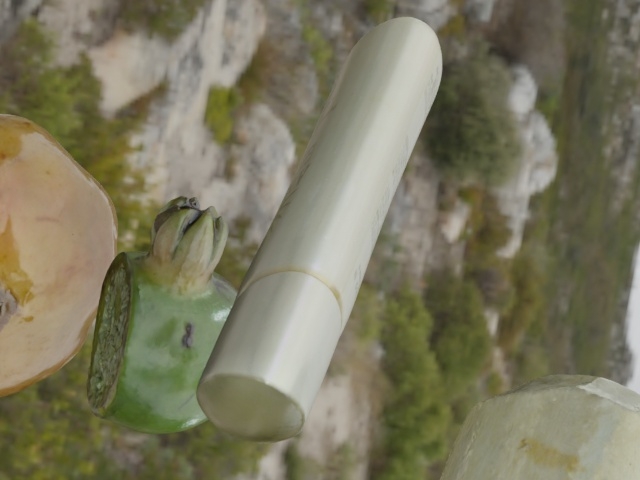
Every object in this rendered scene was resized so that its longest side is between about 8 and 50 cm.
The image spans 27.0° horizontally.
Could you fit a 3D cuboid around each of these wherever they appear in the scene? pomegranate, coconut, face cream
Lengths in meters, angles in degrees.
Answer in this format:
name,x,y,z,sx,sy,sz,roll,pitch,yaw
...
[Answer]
name,x,y,z,sx,sy,sz,roll,pitch,yaw
pomegranate,-0.143,0.080,1.379,0.190,0.159,0.240,173,-76,-69
coconut,0.168,0.215,0.927,0.202,0.202,0.222,89,19,-57
face cream,0.000,0.000,1.007,0.173,0.081,0.348,119,-4,-57
pomegranate,-0.480,0.025,1.856,0.411,0.412,0.411,11,90,-82
